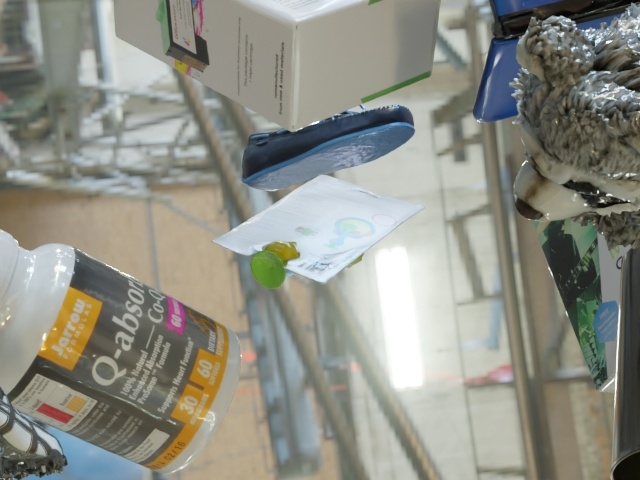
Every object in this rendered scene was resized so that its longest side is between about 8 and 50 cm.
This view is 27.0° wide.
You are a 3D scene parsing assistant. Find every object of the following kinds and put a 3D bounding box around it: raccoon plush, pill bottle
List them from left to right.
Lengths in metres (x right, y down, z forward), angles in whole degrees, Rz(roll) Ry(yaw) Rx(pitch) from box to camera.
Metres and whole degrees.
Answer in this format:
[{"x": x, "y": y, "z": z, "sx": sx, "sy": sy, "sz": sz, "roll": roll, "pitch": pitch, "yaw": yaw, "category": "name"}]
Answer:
[{"x": -0.229, "y": 0.101, "z": 1.273, "sx": 0.162, "sy": 0.278, "sz": 0.162, "roll": -45, "pitch": -152, "yaw": 33, "category": "pill bottle"}, {"x": 0.303, "y": -0.190, "z": 1.151, "sx": 0.446, "sy": 0.216, "sz": 0.299, "roll": -64, "pitch": 160, "yaw": -12, "category": "raccoon plush"}]

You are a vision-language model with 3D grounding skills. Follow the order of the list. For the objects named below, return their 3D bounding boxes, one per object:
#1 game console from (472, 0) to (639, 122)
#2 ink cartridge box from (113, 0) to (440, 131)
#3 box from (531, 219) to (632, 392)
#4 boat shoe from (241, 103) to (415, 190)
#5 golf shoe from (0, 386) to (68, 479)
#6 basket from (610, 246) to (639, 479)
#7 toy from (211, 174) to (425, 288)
[{"x": 0.288, "y": -0.282, "z": 1.413, "sx": 0.173, "sy": 0.293, "sz": 0.250, "roll": 180, "pitch": -105, "yaw": -77, "category": "game console"}, {"x": -0.049, "y": -0.235, "z": 1.343, "sx": 0.278, "sy": 0.201, "sz": 0.117, "roll": 31, "pitch": -48, "yaw": 36, "category": "ink cartridge box"}, {"x": 0.389, "y": 0.003, "z": 1.739, "sx": 0.232, "sy": 0.059, "sz": 0.322, "roll": -57, "pitch": -144, "yaw": 42, "category": "box"}, {"x": -0.002, "y": -0.142, "z": 1.743, "sx": 0.109, "sy": 0.258, "sz": 0.089, "roll": 30, "pitch": 50, "yaw": -58, "category": "boat shoe"}, {"x": -0.228, "y": 0.121, "z": 0.906, "sx": 0.198, "sy": 0.077, "sz": 0.093, "roll": 63, "pitch": 12, "yaw": -77, "category": "golf shoe"}, {"x": 0.364, "y": 0.120, "z": 1.317, "sx": 0.204, "sy": 0.154, "sz": 0.226, "roll": 90, "pitch": 5, "yaw": -65, "category": "basket"}, {"x": 0.000, "y": 0.000, "z": 1.452, "sx": 0.237, "sy": 0.137, "sz": 0.056, "roll": -31, "pitch": 135, "yaw": -56, "category": "toy"}]
